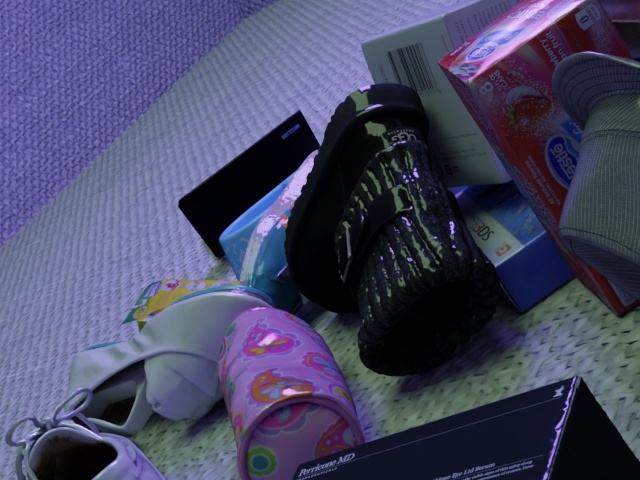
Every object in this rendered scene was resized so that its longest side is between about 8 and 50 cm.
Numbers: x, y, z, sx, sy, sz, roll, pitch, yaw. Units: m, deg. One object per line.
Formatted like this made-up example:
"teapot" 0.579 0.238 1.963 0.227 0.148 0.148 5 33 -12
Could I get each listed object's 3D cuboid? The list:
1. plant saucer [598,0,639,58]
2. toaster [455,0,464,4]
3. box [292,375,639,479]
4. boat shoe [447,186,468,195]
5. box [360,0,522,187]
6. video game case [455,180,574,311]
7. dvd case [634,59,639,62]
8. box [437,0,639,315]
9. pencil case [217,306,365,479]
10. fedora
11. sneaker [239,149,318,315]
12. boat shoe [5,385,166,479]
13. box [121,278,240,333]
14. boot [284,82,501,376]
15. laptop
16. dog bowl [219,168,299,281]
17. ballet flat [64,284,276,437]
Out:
"plant saucer" 0.345 -0.249 1.484 0.310 0.050 0.310 0 17 0
"toaster" 0.265 -0.304 1.780 0.227 0.129 0.147 -161 86 -70
"box" 0.075 0.218 0.886 0.261 0.103 0.184 -24 24 36
"boat shoe" 0.082 -0.046 1.512 0.219 0.078 0.070 -17 55 -4
"box" 0.157 -0.157 1.340 0.119 0.182 0.181 -26 10 -23
"video game case" 0.266 -0.060 1.324 0.269 0.061 0.244 -36 18 2
"dvd case" 0.286 -0.220 1.528 0.238 0.030 0.179 -4 17 -16
"box" 0.229 -0.082 1.116 0.128 0.257 0.122 -35 18 2
"pencil case" -0.035 0.157 1.248 0.124 0.124 0.284 -36 16 0
"fedora" 0.272 -0.016 0.931 0.244 0.275 0.124 88 -153 -80
"sneaker" 0.000 0.000 1.580 0.121 0.108 0.302 9 48 23
"boat shoe" -0.273 0.242 1.403 0.136 0.156 0.367 -41 18 -15
"box" -0.153 0.093 1.635 0.179 0.043 0.105 3 30 15
"boot" 0.062 0.040 1.326 0.131 0.348 0.260 -9 55 -15
"laptop" -0.114 -0.097 2.032 0.234 0.137 0.264 -37 17 -4
"dog bowl" -0.019 -0.055 1.809 0.297 0.074 0.166 -40 10 -10
"ballet flat" -0.186 0.167 1.529 0.400 0.139 0.139 -24 20 47
